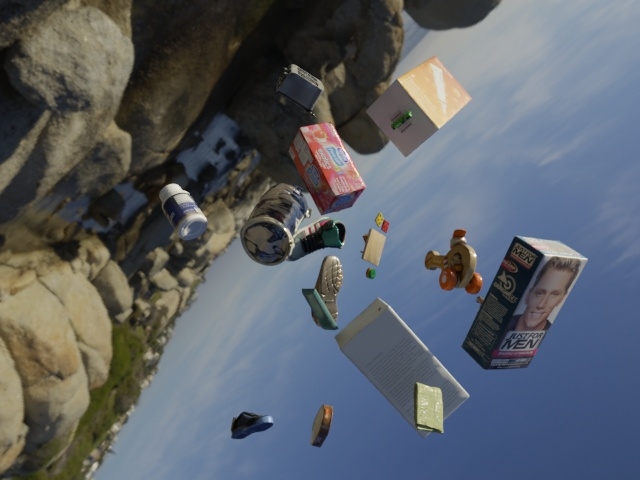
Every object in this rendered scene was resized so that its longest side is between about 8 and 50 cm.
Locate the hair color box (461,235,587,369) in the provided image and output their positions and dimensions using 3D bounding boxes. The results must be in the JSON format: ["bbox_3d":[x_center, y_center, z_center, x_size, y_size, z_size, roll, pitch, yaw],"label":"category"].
[{"bbox_3d":[0.524,0.168,1.394,0.105,0.174,0.347,48,-54,51],"label":"hair color box"}]

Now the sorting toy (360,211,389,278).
[{"bbox_3d":[0.214,0.018,2.258,0.046,0.132,0.274,12,-98,36],"label":"sorting toy"}]

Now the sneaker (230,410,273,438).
[{"bbox_3d":[-0.279,0.721,2.139,0.232,0.081,0.090,-31,-131,31],"label":"sneaker"}]

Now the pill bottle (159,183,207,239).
[{"bbox_3d":[-0.414,-0.090,1.595,0.094,0.169,0.094,-28,148,-19],"label":"pill bottle"}]

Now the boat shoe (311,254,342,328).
[{"bbox_3d":[0.013,0.224,2.368,0.116,0.123,0.324,2,-98,56],"label":"boat shoe"}]

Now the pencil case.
[{"bbox_3d":[-0.138,-0.060,1.747,0.410,0.184,0.159,-75,169,-67],"label":"pencil case"}]

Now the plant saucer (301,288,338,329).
[{"bbox_3d":[-0.003,0.248,1.902,0.067,0.192,0.018,-5,-147,42],"label":"plant saucer"}]

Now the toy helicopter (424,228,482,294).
[{"bbox_3d":[0.504,0.072,2.111,0.355,0.140,0.234,-170,-91,-75],"label":"toy helicopter"}]

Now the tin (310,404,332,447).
[{"bbox_3d":[0.002,0.634,1.835,0.106,0.040,0.189,-76,-176,-46],"label":"tin"}]

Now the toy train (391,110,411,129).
[{"bbox_3d":[0.258,-0.381,1.710,0.083,0.017,0.023,-36,-132,38],"label":"toy train"}]

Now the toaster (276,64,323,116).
[{"bbox_3d":[-0.077,-0.600,2.118,0.110,0.186,0.168,-54,-162,23],"label":"toaster"}]

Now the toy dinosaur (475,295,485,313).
[{"bbox_3d":[0.667,0.286,1.997,0.164,0.218,0.322,-48,163,10],"label":"toy dinosaur"}]

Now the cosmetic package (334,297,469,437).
[{"bbox_3d":[0.287,0.452,1.924,0.230,0.453,0.161,-42,-171,-2],"label":"cosmetic package"}]

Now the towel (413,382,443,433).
[{"bbox_3d":[0.340,0.530,1.693,0.027,0.110,0.148,-44,-147,49],"label":"towel"}]

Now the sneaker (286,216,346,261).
[{"bbox_3d":[0.000,0.000,2.167,0.178,0.123,0.295,5,-145,47],"label":"sneaker"}]

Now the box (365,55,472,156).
[{"bbox_3d":[0.351,-0.475,1.877,0.168,0.215,0.345,-40,-178,44],"label":"box"}]

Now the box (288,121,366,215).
[{"bbox_3d":[0.018,-0.224,1.668,0.123,0.256,0.128,-17,161,-28],"label":"box"}]
